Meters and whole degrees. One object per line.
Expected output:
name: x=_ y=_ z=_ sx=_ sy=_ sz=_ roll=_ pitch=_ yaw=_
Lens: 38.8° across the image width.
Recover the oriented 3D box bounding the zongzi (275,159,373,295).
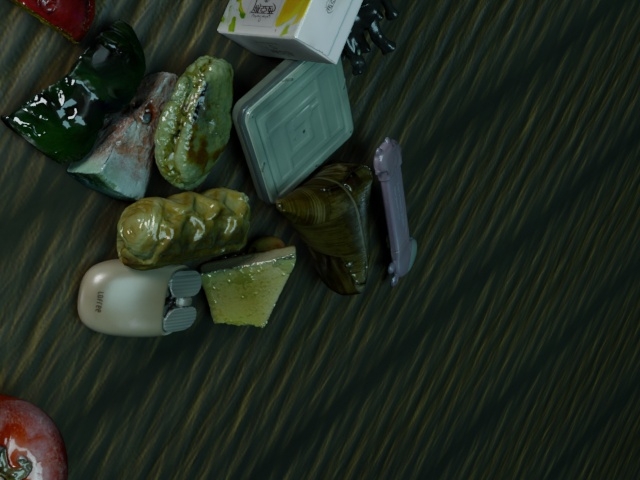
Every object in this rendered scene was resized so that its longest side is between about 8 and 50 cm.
zongzi: x=0.000 y=0.000 z=1.823 sx=0.288 sy=0.134 sz=0.286 roll=-32 pitch=123 yaw=-54

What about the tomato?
tomato: x=-0.553 y=0.379 z=1.465 sx=0.270 sy=0.227 sz=0.270 roll=8 pitch=78 yaw=-40

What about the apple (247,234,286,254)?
apple: x=-0.109 y=0.031 z=1.818 sx=0.071 sy=0.084 sz=0.084 roll=8 pitch=98 yaw=-37

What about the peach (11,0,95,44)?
peach: x=-0.420 y=-0.386 z=1.434 sx=0.127 sy=0.092 sz=0.172 roll=-44 pitch=124 yaw=-24

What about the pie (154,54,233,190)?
pie: x=-0.215 y=-0.208 z=1.615 sx=0.201 sy=0.090 sz=0.248 roll=2 pitch=105 yaw=-73

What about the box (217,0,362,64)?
box: x=-0.045 y=-0.429 z=1.614 sx=0.111 sy=0.260 sz=0.194 roll=24 pitch=87 yaw=-41

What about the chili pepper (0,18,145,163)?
chili pepper: x=-0.375 y=-0.244 z=1.496 sx=0.264 sy=0.116 sz=0.148 roll=-52 pitch=131 yaw=-14

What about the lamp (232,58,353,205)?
lamp: x=-0.046 y=-0.231 z=1.755 sx=0.266 sy=0.047 sz=0.269 roll=-45 pitch=146 yaw=-22

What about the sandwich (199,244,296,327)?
sandwich: x=-0.126 y=0.104 z=1.781 sx=0.193 sy=0.058 sz=0.162 roll=-12 pitch=117 yaw=3

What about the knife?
knife: x=0.161 y=-0.064 z=1.980 sx=0.132 sy=0.038 sz=0.398 roll=-54 pitch=148 yaw=-36

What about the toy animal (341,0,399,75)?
toy animal: x=0.077 y=-0.435 z=1.796 sx=0.146 sy=0.114 sz=0.245 roll=50 pitch=33 yaw=-42

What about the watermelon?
watermelon: x=-0.316 y=-0.185 z=1.593 sx=0.154 sy=0.094 sz=0.241 roll=31 pitch=80 yaw=-48

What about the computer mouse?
computer mouse: x=-0.327 y=0.106 z=1.663 sx=0.236 sy=0.082 sz=0.145 roll=6 pitch=98 yaw=-39

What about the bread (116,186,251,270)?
bread: x=-0.248 y=-0.021 z=1.631 sx=0.268 sy=0.130 sz=0.152 roll=-12 pitch=141 yaw=-47
